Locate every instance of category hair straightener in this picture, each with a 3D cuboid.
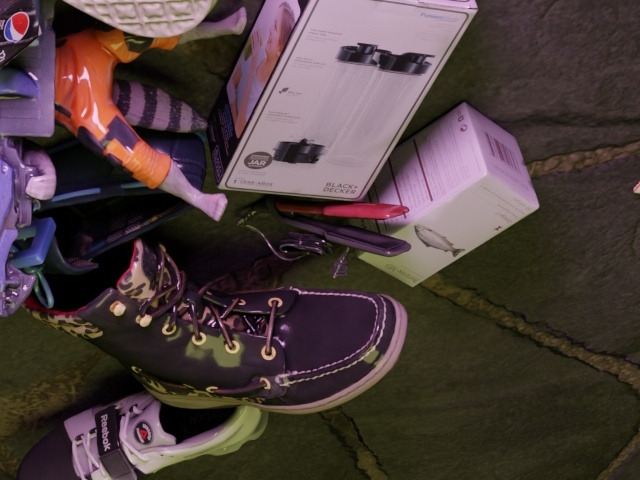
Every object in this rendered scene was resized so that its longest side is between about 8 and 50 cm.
[{"bbox_3d":[0.000,0.000,1.706,0.230,0.089,0.047,5,-163,38],"label":"hair straightener"}]

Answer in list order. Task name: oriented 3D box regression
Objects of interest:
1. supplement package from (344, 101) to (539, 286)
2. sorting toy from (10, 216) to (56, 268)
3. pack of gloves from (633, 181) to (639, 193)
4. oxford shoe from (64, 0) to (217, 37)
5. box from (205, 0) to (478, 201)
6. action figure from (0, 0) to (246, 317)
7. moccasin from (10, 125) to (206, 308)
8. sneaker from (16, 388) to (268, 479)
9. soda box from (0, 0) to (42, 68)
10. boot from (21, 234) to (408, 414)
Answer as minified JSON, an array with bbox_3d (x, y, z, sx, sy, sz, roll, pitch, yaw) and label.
[{"bbox_3d":[0.128,-0.048,1.736,0.179,0.105,0.105,-34,141,27],"label":"supplement package"},{"bbox_3d":[-0.426,0.015,1.536,0.348,0.196,0.047,-2,128,25],"label":"sorting toy"},{"bbox_3d":[0.519,-0.086,1.866,0.232,0.046,0.195,9,138,-28],"label":"pack of gloves"},{"bbox_3d":[-0.261,-0.320,1.228,0.449,0.130,0.169,31,139,-26],"label":"oxford shoe"},{"bbox_3d":[0.013,-0.166,1.551,0.169,0.087,0.290,4,142,-23],"label":"box"},{"bbox_3d":[-0.250,-0.094,1.459,0.330,0.178,0.341,8,95,-17],"label":"action figure"},{"bbox_3d":[-0.272,-0.021,1.628,0.342,0.116,0.138,-30,142,22],"label":"moccasin"},{"bbox_3d":[-0.232,0.240,1.974,0.331,0.122,0.146,-22,166,-2],"label":"sneaker"},{"bbox_3d":[-0.309,-0.213,1.313,0.053,0.169,0.060,-44,153,-24],"label":"soda box"},{"bbox_3d":[-0.124,0.080,1.747,0.377,0.138,0.284,-6,150,37],"label":"boot"}]
